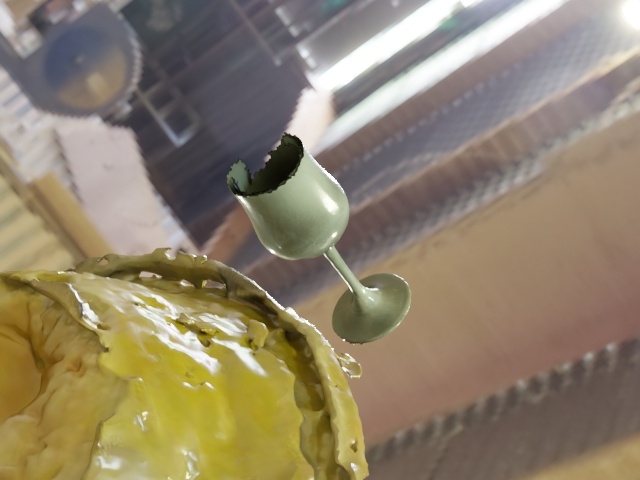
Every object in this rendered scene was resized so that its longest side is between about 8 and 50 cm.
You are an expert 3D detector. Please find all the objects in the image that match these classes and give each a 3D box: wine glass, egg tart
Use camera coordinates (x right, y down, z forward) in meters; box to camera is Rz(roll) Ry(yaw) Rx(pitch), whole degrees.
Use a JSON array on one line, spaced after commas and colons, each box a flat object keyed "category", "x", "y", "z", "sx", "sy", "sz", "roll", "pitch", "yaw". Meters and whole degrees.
[{"category": "wine glass", "x": 0.000, "y": 0.000, "z": 1.178, "sx": 0.079, "sy": 0.195, "sz": 0.079, "roll": -19, "pitch": -138, "yaw": 19}, {"category": "egg tart", "x": -0.135, "y": 0.112, "z": 0.586, "sx": 0.315, "sy": 0.120, "sz": 0.315, "roll": -19, "pitch": -136, "yaw": 19}]
